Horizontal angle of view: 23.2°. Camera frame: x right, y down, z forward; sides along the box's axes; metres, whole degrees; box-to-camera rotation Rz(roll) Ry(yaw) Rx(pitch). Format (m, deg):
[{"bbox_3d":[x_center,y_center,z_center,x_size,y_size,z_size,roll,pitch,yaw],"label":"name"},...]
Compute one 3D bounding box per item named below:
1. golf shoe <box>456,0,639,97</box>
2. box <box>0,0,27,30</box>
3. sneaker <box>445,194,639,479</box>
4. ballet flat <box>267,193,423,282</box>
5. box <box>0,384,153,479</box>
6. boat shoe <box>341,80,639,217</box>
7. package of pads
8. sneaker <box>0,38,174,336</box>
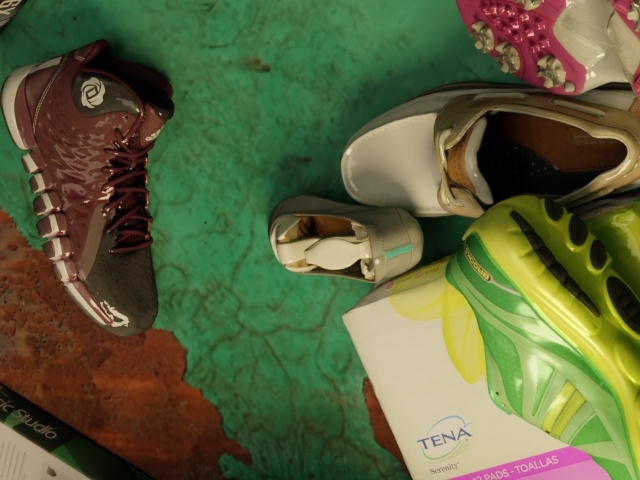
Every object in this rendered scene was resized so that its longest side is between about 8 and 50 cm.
[{"bbox_3d":[0.231,-0.176,1.174,0.306,0.140,0.115,24,136,48],"label":"golf shoe"},{"bbox_3d":[-0.329,-0.356,1.476,0.307,0.076,0.242,-39,82,34],"label":"box"},{"bbox_3d":[0.200,0.104,1.161,0.295,0.109,0.123,58,141,3],"label":"sneaker"},{"bbox_3d":[0.000,0.000,1.340,0.213,0.068,0.072,2,111,53],"label":"ballet flat"},{"bbox_3d":[-0.317,0.295,1.667,0.322,0.058,0.232,27,116,21],"label":"box"},{"bbox_3d":[0.136,-0.073,1.254,0.302,0.103,0.113,-9,98,33],"label":"boat shoe"},{"bbox_3d":[0.182,0.102,1.277,0.296,0.101,0.229,-23,91,34],"label":"package of pads"},{"bbox_3d":[-0.187,-0.057,1.460,0.162,0.106,0.281,-24,90,31],"label":"sneaker"}]
